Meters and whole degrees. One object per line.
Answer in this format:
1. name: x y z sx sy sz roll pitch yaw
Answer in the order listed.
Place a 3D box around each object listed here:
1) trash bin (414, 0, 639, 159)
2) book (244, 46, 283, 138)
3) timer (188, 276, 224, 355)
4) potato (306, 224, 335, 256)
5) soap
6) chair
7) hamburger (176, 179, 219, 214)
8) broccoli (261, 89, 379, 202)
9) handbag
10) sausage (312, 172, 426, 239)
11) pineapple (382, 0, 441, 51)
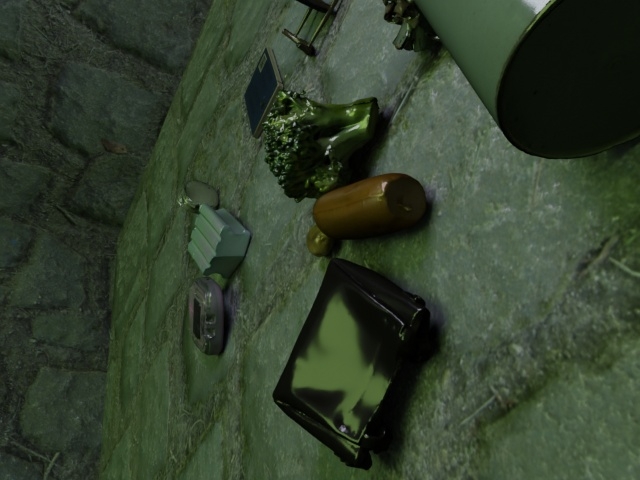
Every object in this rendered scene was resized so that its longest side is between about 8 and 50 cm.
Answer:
1. trash bin: 0.246 -0.329 0.689 0.280 0.280 0.432 -52 38 38
2. book: -0.183 -0.470 1.844 0.191 0.025 0.269 -58 31 32
3. timer: -0.328 0.214 1.671 0.190 0.069 0.209 22 111 61
4. potato: 0.000 0.000 1.210 0.083 0.062 0.068 -58 -44 -86
5. soap: -0.311 0.004 1.762 0.289 0.095 0.173 36 110 61
6. chair: -0.048 -0.643 1.518 0.272 0.166 0.188 -63 29 21
7. hamburger: -0.420 -0.149 2.004 0.062 0.140 0.133 -52 23 39
8. broccoli: 0.015 -0.201 1.191 0.245 0.248 0.288 -7 53 23
9. handbag: 0.055 0.194 0.951 0.257 0.113 0.286 27 93 57
10. sausage: 0.063 -0.052 1.063 0.328 0.112 0.112 -10 67 62
11. pineapple: 0.180 -0.468 0.998 0.262 0.262 0.272 -119 27 -54
